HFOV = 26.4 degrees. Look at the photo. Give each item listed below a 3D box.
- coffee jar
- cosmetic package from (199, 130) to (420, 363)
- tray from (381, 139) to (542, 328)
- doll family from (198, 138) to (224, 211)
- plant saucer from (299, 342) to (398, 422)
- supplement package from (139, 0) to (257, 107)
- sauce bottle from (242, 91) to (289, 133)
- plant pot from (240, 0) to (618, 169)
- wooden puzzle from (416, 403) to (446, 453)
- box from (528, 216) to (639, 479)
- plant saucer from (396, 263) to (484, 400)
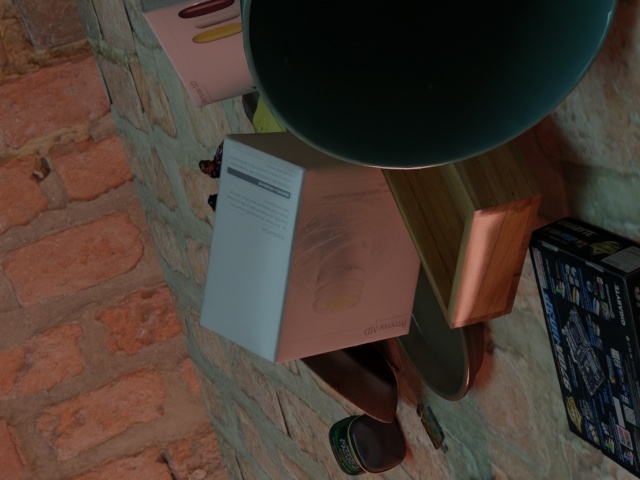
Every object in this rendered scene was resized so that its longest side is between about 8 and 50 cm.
[{"bbox_3d":[0.073,0.321,2.155,0.184,0.079,0.096,138,110,-73],"label":"coffee jar"},{"bbox_3d":[0.000,0.000,1.545,0.138,0.224,0.225,25,113,40],"label":"cosmetic package"},{"bbox_3d":[0.102,-0.137,1.387,0.203,0.076,0.411,93,159,-55],"label":"tray"},{"bbox_3d":[-0.153,-0.106,2.319,0.076,0.111,0.193,-128,24,-49],"label":"doll family"},{"bbox_3d":[0.007,0.137,1.968,0.310,0.050,0.310,43,-174,-6],"label":"plant saucer"},{"bbox_3d":[-0.140,-0.327,1.738,0.262,0.145,0.204,63,-166,-68],"label":"supplement package"},{"bbox_3d":[-0.040,-0.166,1.854,0.344,0.111,0.111,58,161,32],"label":"sauce bottle"},{"bbox_3d":[0.064,-0.243,1.108,0.235,0.293,0.293,-107,7,-48],"label":"plant pot"},{"bbox_3d":[0.158,0.265,1.929,0.049,0.006,0.083,100,146,-62],"label":"wooden puzzle"},{"bbox_3d":[0.270,0.103,1.249,0.175,0.051,0.220,-148,40,-67],"label":"box"},{"bbox_3d":[0.131,0.065,1.704,0.278,0.041,0.278,159,90,-75],"label":"plant saucer"}]
